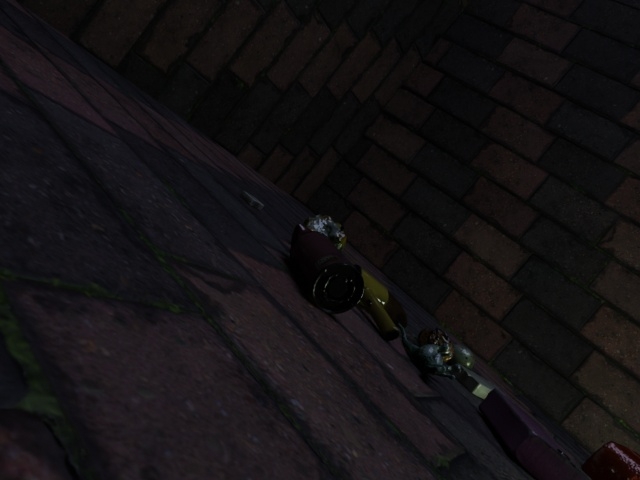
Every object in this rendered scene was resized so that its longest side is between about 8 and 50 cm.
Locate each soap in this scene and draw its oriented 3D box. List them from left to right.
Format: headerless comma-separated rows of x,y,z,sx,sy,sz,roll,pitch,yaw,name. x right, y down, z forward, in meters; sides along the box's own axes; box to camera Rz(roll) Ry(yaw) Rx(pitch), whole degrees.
0.495,0.475,1.187,0.181,0.081,0.259,40,3,-3,soap

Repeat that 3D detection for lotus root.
0.188,0.182,1.625,0.329,0.078,0.167,36,7,-33,lotus root

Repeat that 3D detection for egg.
0.480,0.406,1.731,0.110,0.085,0.085,28,2,14,egg

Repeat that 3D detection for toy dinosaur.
0.292,0.297,1.300,0.129,0.076,0.383,15,-1,-3,toy dinosaur

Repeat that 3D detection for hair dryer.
0.151,0.183,1.362,0.135,0.090,0.279,39,10,-29,hair dryer

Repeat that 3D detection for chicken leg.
0.356,0.327,1.602,0.107,0.087,0.251,60,-1,3,chicken leg

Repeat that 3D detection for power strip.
0.546,0.493,1.660,0.367,0.043,0.106,35,7,-43,power strip

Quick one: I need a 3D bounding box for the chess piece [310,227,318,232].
0.006,0.056,1.394,0.170,0.094,0.094,48,6,13,chess piece

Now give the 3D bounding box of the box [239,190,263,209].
-0.229,-0.133,1.679,0.054,0.024,0.083,43,5,21,box

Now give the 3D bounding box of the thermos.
0.005,0.057,1.152,0.136,0.110,0.330,37,5,-22,thermos

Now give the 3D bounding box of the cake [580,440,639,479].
0.899,0.718,1.488,0.282,0.177,0.151,29,10,-38,cake

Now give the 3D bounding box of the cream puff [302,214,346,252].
0.000,0.001,1.559,0.156,0.156,0.121,37,21,-27,cream puff
